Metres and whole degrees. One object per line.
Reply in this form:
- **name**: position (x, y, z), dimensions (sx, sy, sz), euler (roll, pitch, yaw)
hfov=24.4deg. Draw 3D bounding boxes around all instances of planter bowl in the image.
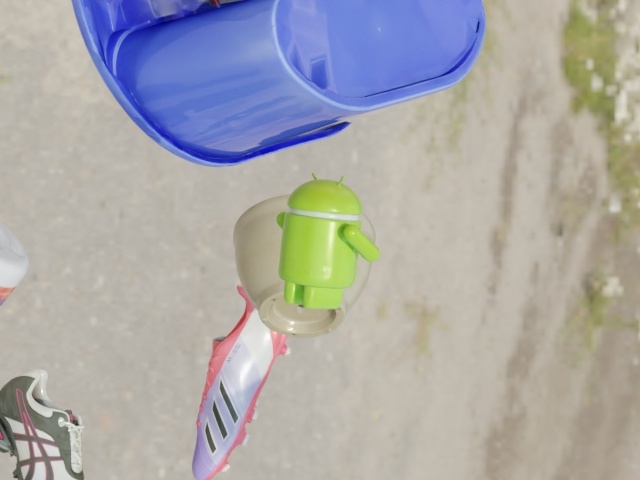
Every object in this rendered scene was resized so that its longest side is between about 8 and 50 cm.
- **planter bowl**: position (-0.018, 0.039, 1.650), dimensions (0.162, 0.162, 0.109), euler (55, 28, -49)

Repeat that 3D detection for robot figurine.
- **robot figurine**: position (0.000, 0.000, 1.268), dimensions (0.067, 0.101, 0.115), euler (3, 95, -40)

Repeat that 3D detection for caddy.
- **caddy**: position (-0.033, -0.187, 1.074), dimensions (0.341, 0.179, 0.241), euler (-21, 97, -52)

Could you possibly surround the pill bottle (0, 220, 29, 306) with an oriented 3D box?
- **pill bottle**: position (-0.289, 0.058, 0.968), dimensions (0.193, 0.108, 0.108), euler (-51, 151, 7)

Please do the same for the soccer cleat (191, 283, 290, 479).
- **soccer cleat**: position (-0.110, 0.174, 1.813), dimensions (0.248, 0.095, 0.083), euler (-63, -174, -3)

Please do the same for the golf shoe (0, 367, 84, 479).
- **golf shoe**: position (-0.378, 0.304, 2.092), dimensions (0.120, 0.273, 0.105), euler (-42, 162, 2)
